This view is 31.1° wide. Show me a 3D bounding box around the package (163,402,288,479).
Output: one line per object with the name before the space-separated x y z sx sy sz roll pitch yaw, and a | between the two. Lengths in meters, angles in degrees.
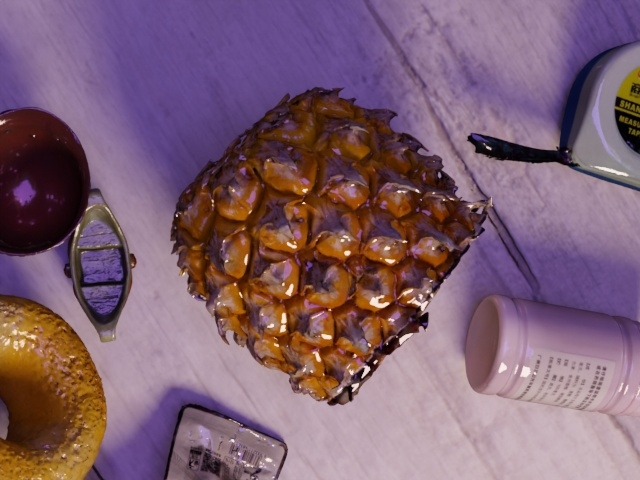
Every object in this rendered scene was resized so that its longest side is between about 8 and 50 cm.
package | -0.132 0.328 1.391 0.154 0.030 0.239 29 56 -21

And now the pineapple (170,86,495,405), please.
pineapple | 0.001 -0.002 1.337 0.300 0.352 0.352 44 80 2

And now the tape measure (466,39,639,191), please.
tape measure | 0.368 -0.173 1.523 0.351 0.098 0.215 15 88 -14

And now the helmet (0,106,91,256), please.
helmet | -0.351 -0.064 1.362 0.155 0.106 0.175 0 85 -11

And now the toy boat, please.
toy boat | -0.267 0.030 1.396 0.089 0.071 0.185 -6 89 -12

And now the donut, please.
donut | -0.357 0.184 1.284 0.278 0.108 0.277 26 47 -32

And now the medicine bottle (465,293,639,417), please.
medicine bottle | 0.325 0.152 1.492 0.250 0.133 0.133 9 87 -12
